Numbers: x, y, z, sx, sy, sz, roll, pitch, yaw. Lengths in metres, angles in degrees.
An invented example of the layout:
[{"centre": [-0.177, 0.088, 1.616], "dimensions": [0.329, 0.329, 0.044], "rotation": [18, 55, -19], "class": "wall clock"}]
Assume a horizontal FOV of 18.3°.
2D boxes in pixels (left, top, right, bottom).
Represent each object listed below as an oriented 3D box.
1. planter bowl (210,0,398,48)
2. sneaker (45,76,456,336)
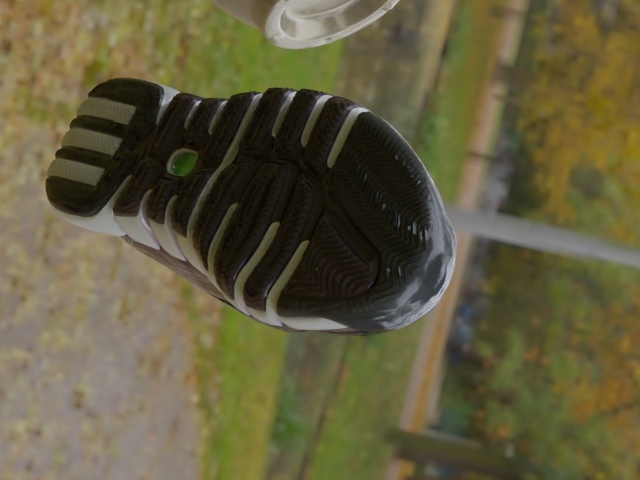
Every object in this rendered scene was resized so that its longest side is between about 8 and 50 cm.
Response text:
[{"centre": [-0.010, -0.181, 1.158], "dimensions": [0.162, 0.162, 0.109], "rotation": [90, -24, -68], "class": "planter bowl"}, {"centre": [0.000, 0.000, 0.968], "dimensions": [0.162, 0.281, 0.106], "rotation": [35, 83, -40], "class": "sneaker"}]
